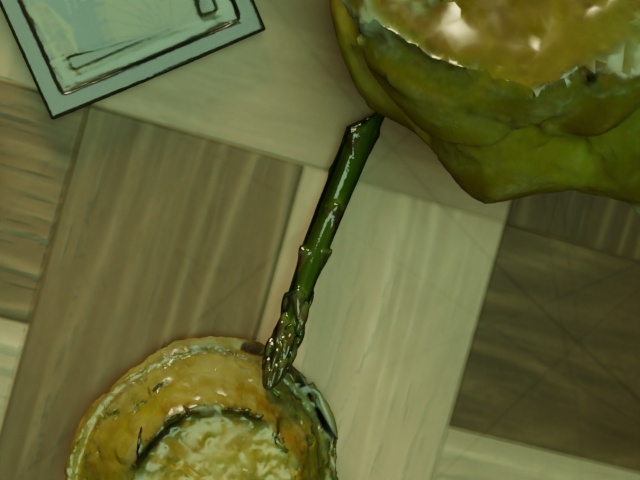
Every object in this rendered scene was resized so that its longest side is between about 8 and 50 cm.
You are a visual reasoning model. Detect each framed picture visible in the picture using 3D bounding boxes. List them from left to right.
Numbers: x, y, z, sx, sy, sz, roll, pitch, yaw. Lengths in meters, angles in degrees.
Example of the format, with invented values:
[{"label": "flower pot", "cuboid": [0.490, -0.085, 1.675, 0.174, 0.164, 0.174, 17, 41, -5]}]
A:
[{"label": "framed picture", "cuboid": [-0.141, -0.178, 0.888, 0.168, 0.023, 0.128, -24, 99, -8]}]

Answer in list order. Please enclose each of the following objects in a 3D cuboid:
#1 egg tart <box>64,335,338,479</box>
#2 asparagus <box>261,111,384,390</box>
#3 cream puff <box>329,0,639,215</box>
[{"label": "egg tart", "cuboid": [-0.081, 0.177, 0.902, 0.212, 0.090, 0.213, -1, 95, -16]}, {"label": "asparagus", "cuboid": [0.001, 0.000, 0.917, 0.027, 0.034, 0.236, 23, 79, -11]}, {"label": "cream puff", "cuboid": [0.187, -0.189, 0.851, 0.378, 0.275, 0.378, -3, 79, 13]}]
